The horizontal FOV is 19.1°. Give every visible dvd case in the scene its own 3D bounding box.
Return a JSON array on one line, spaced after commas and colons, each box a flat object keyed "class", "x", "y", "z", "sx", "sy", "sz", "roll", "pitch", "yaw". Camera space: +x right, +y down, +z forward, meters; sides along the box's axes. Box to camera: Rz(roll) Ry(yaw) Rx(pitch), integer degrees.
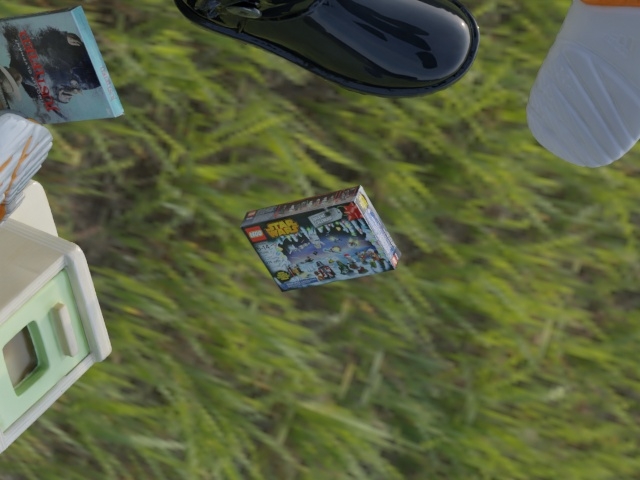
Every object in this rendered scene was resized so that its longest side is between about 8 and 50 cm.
[{"class": "dvd case", "x": -0.204, "y": -0.127, "z": 1.414, "sx": 0.013, "sy": 0.119, "sz": 0.087, "roll": -38, "pitch": 117, "yaw": -40}]

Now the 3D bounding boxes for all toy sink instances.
[{"class": "toy sink", "x": -0.304, "y": 0.073, "z": 1.913, "sx": 0.234, "sy": 0.131, "sz": 0.152, "roll": -45, "pitch": 141, "yaw": -36}]

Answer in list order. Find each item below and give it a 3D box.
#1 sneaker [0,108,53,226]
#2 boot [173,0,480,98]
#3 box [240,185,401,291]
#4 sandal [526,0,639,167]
[{"class": "sneaker", "x": -0.262, "y": -0.053, "z": 1.415, "sx": 0.083, "sy": 0.215, "sz": 0.084, "roll": 43, "pitch": 64, "yaw": -3}, {"class": "boot", "x": -0.002, "y": -0.176, "z": 1.364, "sx": 0.246, "sy": 0.207, "sz": 0.094, "roll": 16, "pitch": 87, "yaw": 2}, {"class": "box", "x": 0.000, "y": 0.000, "z": 1.911, "sx": 0.094, "sy": 0.137, "sz": 0.027, "roll": 58, "pitch": 35, "yaw": -29}, {"class": "sandal", "x": 0.204, "y": -0.154, "z": 1.177, "sx": 0.102, "sy": 0.265, "sz": 0.076, "roll": 31, "pitch": 48, "yaw": -1}]
